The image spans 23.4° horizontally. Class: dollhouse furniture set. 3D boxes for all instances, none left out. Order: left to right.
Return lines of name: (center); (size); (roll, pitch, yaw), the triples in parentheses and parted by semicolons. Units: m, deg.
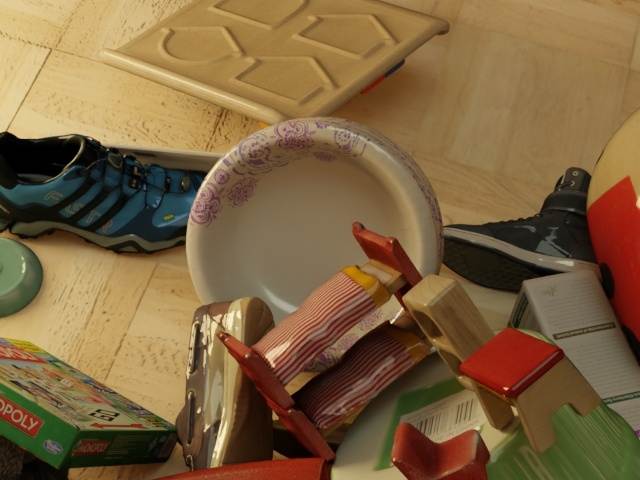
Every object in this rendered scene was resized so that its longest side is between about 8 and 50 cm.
dollhouse furniture set: (0.069, 0.121, 1.491); (0.201, 0.374, 0.152); (-39, 109, -12)

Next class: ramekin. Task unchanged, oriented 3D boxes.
ramekin: (0.157, 0.226, 1.561); (0.303, 0.303, 0.148); (-48, 113, -32)

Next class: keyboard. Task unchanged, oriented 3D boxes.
keyboard: (-0.212, -0.104, 1.892); (0.256, 0.072, 0.014); (5, 74, 13)

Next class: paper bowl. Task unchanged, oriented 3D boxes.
paper bowl: (0.000, 0.000, 1.769); (0.284, 0.284, 0.148); (19, 10, 7)

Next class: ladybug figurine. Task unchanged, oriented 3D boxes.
ladybug figurine: (0.432, 0.058, 1.766); (0.162, 0.305, 0.449); (-29, 66, 25)

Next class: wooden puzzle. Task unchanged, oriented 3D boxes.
wooden puzzle: (-0.056, -0.237, 1.982); (0.322, 0.080, 0.348); (23, 40, 31)

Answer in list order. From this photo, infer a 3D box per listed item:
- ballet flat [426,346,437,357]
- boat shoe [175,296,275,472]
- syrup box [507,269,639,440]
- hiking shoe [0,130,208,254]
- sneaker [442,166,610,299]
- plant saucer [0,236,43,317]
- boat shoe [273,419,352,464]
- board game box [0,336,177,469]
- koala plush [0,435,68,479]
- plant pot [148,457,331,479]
ballet flat: (0.133, 0.149, 1.783); (0.057, 0.052, 0.168); (5, 53, -2)
boat shoe: (-0.110, 0.202, 1.674); (0.092, 0.103, 0.285); (-3, 75, 29)
syrup box: (0.304, 0.158, 1.770); (0.096, 0.093, 0.237); (-9, 55, -13)
hiking shoe: (-0.262, -0.062, 1.844); (0.304, 0.132, 0.113); (1, 53, -8)
sneaker: (0.254, -0.021, 1.898); (0.226, 0.086, 0.163); (14, 58, -1)
plant saucer: (-0.389, 0.038, 1.825); (0.119, 0.021, 0.119); (3, 53, -4)
boat shoe: (0.004, 0.221, 1.722); (0.135, 0.050, 0.045); (13, 42, 0)
board game box: (-0.285, 0.161, 1.580); (0.213, 0.317, 0.046); (29, 90, 14)
koala plush: (-0.354, 0.296, 1.548); (0.196, 0.203, 0.221); (-1, 65, -6)
plant pot: (-0.118, 0.373, 1.473); (0.236, 0.267, 0.267); (4, 52, 11)
